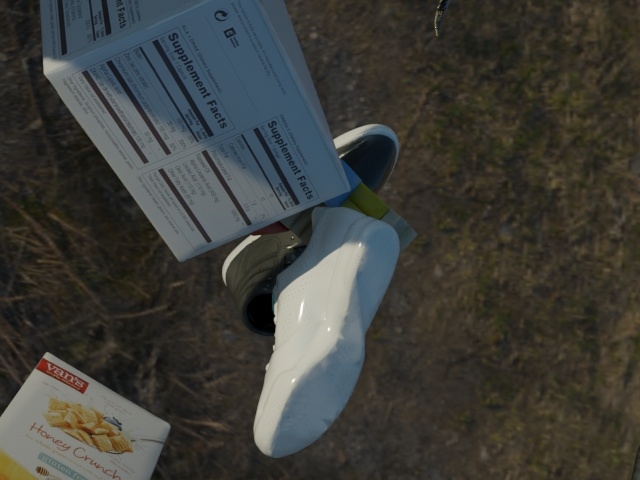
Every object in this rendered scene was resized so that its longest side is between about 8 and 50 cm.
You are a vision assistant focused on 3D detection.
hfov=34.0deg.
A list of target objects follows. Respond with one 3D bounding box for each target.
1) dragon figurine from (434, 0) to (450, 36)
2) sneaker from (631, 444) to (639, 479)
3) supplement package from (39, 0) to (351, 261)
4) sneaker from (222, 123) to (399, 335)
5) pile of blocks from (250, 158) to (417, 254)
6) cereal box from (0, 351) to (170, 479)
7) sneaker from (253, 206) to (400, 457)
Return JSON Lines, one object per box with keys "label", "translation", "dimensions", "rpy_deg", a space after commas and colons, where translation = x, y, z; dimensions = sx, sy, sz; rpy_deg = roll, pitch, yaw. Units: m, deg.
{"label": "dragon figurine", "translation": [0.201, -0.406, 1.307], "dimensions": [0.289, 0.085, 0.144], "rpy_deg": [-47, 146, 10]}
{"label": "sneaker", "translation": [0.191, 0.121, 0.501], "dimensions": [0.080, 0.081, 0.211], "rpy_deg": [73, 37, -55]}
{"label": "supplement package", "translation": [-0.101, -0.158, 0.799], "dimensions": [0.145, 0.261, 0.204], "rpy_deg": [-23, 136, 6]}
{"label": "sneaker", "translation": [0.000, 0.000, 1.240], "dimensions": [0.105, 0.147, 0.296], "rpy_deg": [33, 112, -30]}
{"label": "pile of blocks", "translation": [-0.074, -0.085, 1.022], "dimensions": [0.362, 0.149, 0.112], "rpy_deg": [41, 89, 1]}
{"label": "cereal box", "translation": [-0.265, 0.229, 1.114], "dimensions": [0.173, 0.240, 0.047], "rpy_deg": [33, 110, -9]}
{"label": "sneaker", "translation": [-0.013, 0.073, 0.871], "dimensions": [0.080, 0.094, 0.212], "rpy_deg": [26, 88, -52]}
